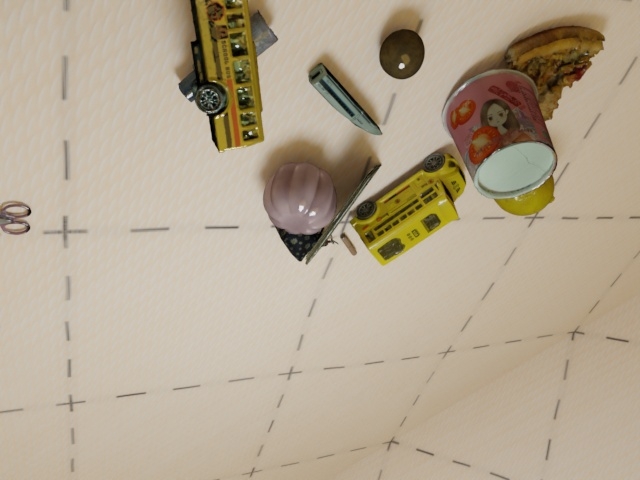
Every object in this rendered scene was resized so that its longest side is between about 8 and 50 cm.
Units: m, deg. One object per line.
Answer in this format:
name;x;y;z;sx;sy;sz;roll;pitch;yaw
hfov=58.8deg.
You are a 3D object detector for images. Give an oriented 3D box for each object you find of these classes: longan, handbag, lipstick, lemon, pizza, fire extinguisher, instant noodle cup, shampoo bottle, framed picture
longan;0.179;-0.402;1.223;0.119;0.106;0.106;-51;156;-40
handbag;-0.040;-0.029;1.512;0.139;0.072;0.115;-39;137;-6
lipstick;0.081;0.013;1.639;0.019;0.019;0.094;-31;138;5
lemon;0.563;-0.159;1.599;0.206;0.173;0.173;22;120;-26
pizza;0.546;-0.407;1.417;0.251;0.074;0.288;5;128;-27
fire extinguisher;-0.002;-0.003;1.581;0.100;0.032;0.046;-8;101;-19
instant noodle cup;0.435;-0.243;1.364;0.243;0.231;0.243;-4;143;-3
shampoo bottle;-0.184;-0.351;1.106;0.214;0.072;0.072;-35;138;10
framed picture;0.058;-0.072;1.426;0.017;0.217;0.274;36;108;1

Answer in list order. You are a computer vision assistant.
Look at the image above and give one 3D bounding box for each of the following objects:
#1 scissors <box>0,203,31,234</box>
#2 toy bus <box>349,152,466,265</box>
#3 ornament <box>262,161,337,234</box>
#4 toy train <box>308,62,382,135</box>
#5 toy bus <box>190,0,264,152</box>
scissors;-0.702;-0.045;1.184;0.176;0.022;0.085;0;133;-30
toy bus;0.255;-0.083;1.533;0.330;0.152;0.144;-35;137;9
ornament;-0.046;-0.106;1.353;0.177;0.177;0.177;-14;137;-14
toy train;0.065;-0.300;1.290;0.048;0.055;0.252;-40;136;14
toy bus;-0.177;-0.335;1.012;0.123;0.121;0.336;-10;116;-12
